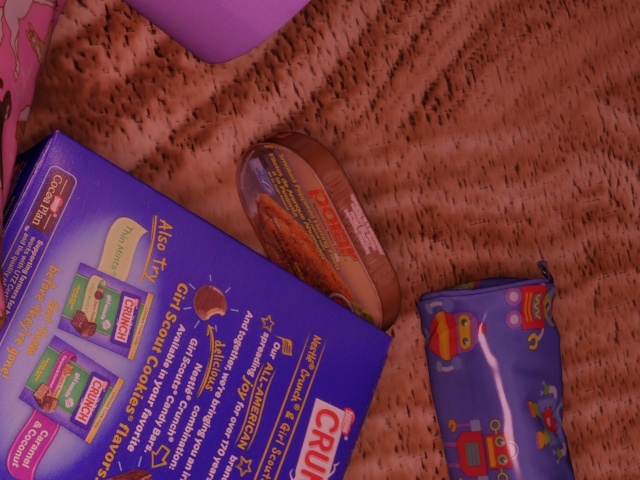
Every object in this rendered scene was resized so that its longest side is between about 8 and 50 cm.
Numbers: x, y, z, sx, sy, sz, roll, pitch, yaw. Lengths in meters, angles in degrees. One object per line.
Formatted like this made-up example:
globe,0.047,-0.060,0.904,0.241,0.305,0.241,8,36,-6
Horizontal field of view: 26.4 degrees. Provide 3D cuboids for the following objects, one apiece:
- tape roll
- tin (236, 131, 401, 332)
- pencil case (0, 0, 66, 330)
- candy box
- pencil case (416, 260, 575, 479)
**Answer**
tape roll,-0.040,-0.270,1.035,0.090,0.274,0.275,36,63,-24
tin,0.000,0.000,1.115,0.040,0.106,0.190,-33,101,-35
pencil case,-0.244,-0.117,0.878,0.160,0.167,0.386,19,54,-21
candy box,-0.134,0.121,0.991,0.317,0.122,0.268,33,64,-24
pencil case,0.168,0.178,1.193,0.133,0.119,0.306,-3,82,-56
